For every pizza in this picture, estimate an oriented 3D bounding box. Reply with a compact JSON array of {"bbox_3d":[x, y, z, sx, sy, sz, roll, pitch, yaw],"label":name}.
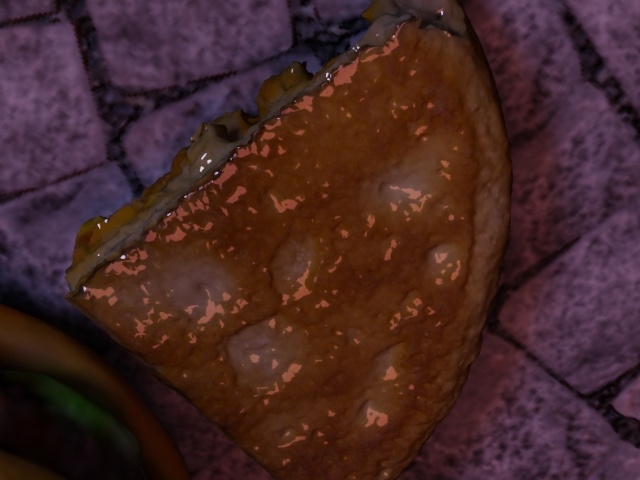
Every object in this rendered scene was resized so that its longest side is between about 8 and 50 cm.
[{"bbox_3d":[0.028,0.014,0.873,0.258,0.087,0.268,-37,121,9],"label":"pizza"}]

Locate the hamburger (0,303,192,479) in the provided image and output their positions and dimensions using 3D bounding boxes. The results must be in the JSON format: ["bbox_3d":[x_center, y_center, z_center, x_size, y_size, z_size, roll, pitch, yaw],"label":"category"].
[{"bbox_3d":[-0.237,0.229,0.846,0.396,0.277,0.395,-4,119,-7],"label":"hamburger"}]
